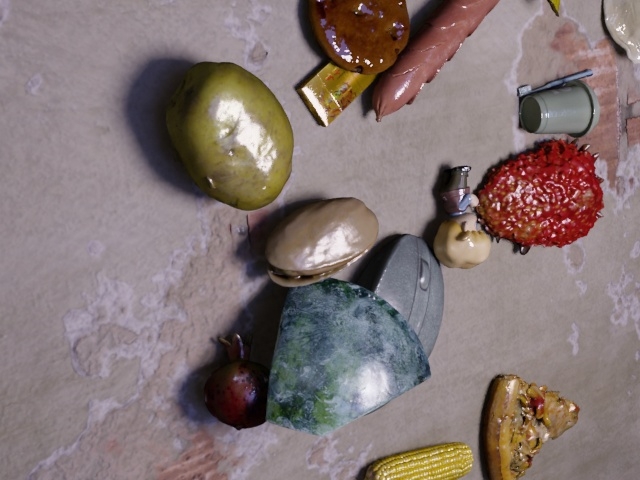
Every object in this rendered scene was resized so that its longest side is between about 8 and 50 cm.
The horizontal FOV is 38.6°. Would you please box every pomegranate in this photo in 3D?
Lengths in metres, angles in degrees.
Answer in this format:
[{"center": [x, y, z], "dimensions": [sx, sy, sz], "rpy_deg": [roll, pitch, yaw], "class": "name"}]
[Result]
[{"center": [-0.129, 0.237, 1.532], "dimensions": [0.130, 0.129, 0.159], "rpy_deg": [5, 96, -35], "class": "pomegranate"}]

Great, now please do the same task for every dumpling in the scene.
[{"center": [0.696, -0.488, 1.960], "dimensions": [0.179, 0.131, 0.252], "rpy_deg": [-35, 108, 1], "class": "dumpling"}]

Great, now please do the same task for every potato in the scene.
[{"center": [-0.140, -0.162, 1.427], "dimensions": [0.228, 0.149, 0.197], "rpy_deg": [31, 69, -37], "class": "potato"}]

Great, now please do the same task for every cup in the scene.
[{"center": [0.485, -0.263, 1.869], "dimensions": [0.141, 0.120, 0.119], "rpy_deg": [-11, 106, -19], "class": "cup"}]

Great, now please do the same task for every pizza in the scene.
[{"center": [0.457, 0.433, 2.014], "dimensions": [0.288, 0.074, 0.251], "rpy_deg": [20, 91, -34], "class": "pizza"}]

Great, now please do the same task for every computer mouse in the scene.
[{"center": [0.133, 0.165, 1.706], "dimensions": [0.203, 0.114, 0.373], "rpy_deg": [31, 81, -34], "class": "computer mouse"}]

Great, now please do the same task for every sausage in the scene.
[{"center": [0.227, -0.381, 1.675], "dimensions": [0.433, 0.088, 0.088], "rpy_deg": [-51, 123, -16], "class": "sausage"}]

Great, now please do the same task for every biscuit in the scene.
[{"center": [0.070, -0.392, 1.575], "dimensions": [0.212, 0.036, 0.212], "rpy_deg": [0, 90, -32], "class": "biscuit"}]

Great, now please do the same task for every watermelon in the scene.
[{"center": [0.044, 0.209, 1.574], "dimensions": [0.290, 0.319, 0.213], "rpy_deg": [7, 140, -12], "class": "watermelon"}]

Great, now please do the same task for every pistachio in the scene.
[{"center": [0.000, 0.000, 1.568], "dimensions": [0.226, 0.136, 0.135], "rpy_deg": [-29, 115, -27], "class": "pistachio"}]

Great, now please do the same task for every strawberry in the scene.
[{"center": [0.469, -0.073, 1.877], "dimensions": [0.306, 0.138, 0.233], "rpy_deg": [-23, 114, -31], "class": "strawberry"}]

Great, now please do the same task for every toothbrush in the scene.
[{"center": [0.493, -0.332, 1.912], "dimensions": [0.220, 0.016, 0.019], "rpy_deg": [-19, 101, -29], "class": "toothbrush"}]

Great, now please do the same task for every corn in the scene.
[{"center": [0.197, 0.459, 1.831], "dimensions": [0.249, 0.081, 0.081], "rpy_deg": [-4, 102, -34], "class": "corn"}]

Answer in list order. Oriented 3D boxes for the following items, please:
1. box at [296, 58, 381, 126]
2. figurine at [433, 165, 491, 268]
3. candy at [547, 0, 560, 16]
[{"center": [0.035, -0.281, 1.600], "dimensions": [0.156, 0.022, 0.089], "rpy_deg": [-45, 118, -20], "class": "box"}, {"center": [0.271, -0.043, 1.768], "dimensions": [0.108, 0.114, 0.195], "rpy_deg": [5, 81, -33], "class": "figurine"}, {"center": [0.397, -0.591, 1.742], "dimensions": [0.297, 0.081, 0.187], "rpy_deg": [44, 52, -34], "class": "candy"}]
